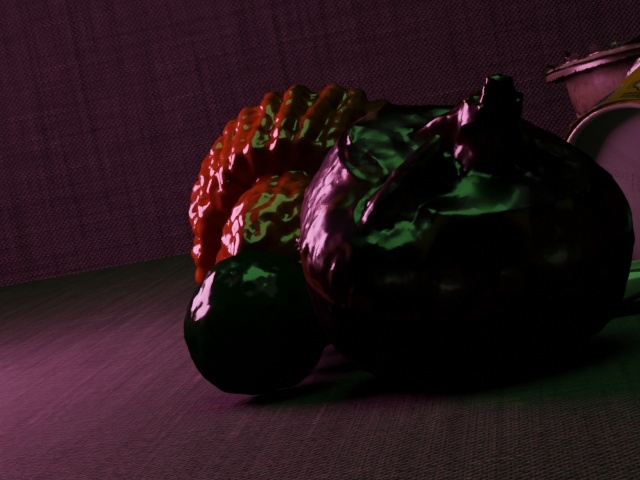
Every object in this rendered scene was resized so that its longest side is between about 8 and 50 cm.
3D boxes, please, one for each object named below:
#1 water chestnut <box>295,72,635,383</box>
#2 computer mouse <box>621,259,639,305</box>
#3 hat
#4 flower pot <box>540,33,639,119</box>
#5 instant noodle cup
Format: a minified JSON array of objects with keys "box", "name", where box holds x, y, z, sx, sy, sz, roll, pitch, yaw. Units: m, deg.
[{"box":[0.123,-0.021,1.556,0.300,0.300,0.300,-11,4,1],"name":"water chestnut"},{"box":[0.248,0.052,1.786,0.199,0.044,0.102,-10,3,13],"name":"computer mouse"},{"box":[0.000,0.000,1.770,0.285,0.285,0.400,-10,14,6],"name":"hat"},{"box":[0.428,-0.123,2.212,0.290,0.259,0.290,-11,1,0],"name":"flower pot"},{"box":[0.391,-0.081,1.965,0.264,0.264,0.200,-7,13,38],"name":"instant noodle cup"}]
